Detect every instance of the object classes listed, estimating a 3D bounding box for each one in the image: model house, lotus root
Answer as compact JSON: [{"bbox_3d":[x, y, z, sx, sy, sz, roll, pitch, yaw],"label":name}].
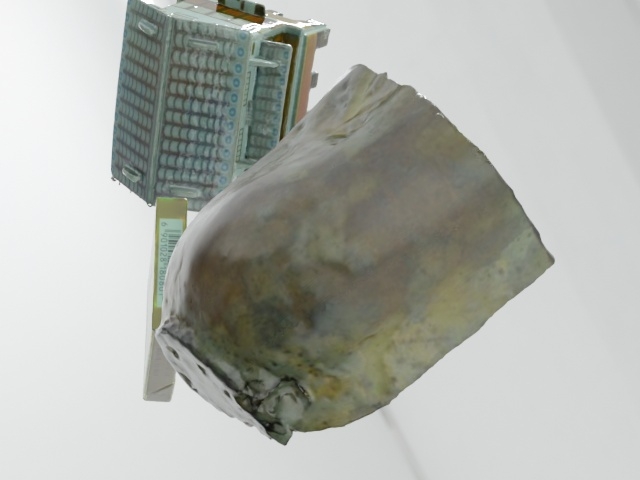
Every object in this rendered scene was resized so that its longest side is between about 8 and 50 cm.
[{"bbox_3d":[-0.127,-0.167,2.037,0.198,0.215,0.224,21,-65,25],"label":"model house"},{"bbox_3d":[-0.014,0.003,1.307,0.149,0.260,0.267,56,-7,-30],"label":"lotus root"}]

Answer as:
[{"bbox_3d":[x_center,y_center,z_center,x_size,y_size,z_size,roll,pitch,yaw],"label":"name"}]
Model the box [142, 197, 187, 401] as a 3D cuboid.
[{"bbox_3d":[-0.137,0.056,1.549,0.193,0.030,0.121,107,-15,-66],"label":"box"}]
